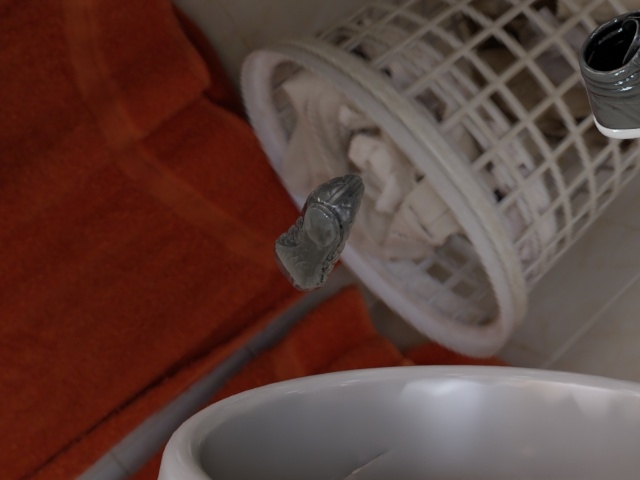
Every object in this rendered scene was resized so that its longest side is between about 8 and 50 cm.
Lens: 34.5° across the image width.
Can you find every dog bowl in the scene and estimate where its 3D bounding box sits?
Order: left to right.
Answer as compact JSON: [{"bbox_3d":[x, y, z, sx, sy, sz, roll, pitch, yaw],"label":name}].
[{"bbox_3d":[0.078,0.142,0.502,0.348,0.348,0.102,-166,74,-65],"label":"dog bowl"}]

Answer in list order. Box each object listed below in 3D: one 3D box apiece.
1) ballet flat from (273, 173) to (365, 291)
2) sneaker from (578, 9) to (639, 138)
[{"bbox_3d":[0.000,0.000,0.860,0.057,0.049,0.173,47,154,5],"label":"ballet flat"},{"bbox_3d":[0.428,-0.205,1.154,0.295,0.105,0.147,-13,146,32],"label":"sneaker"}]
